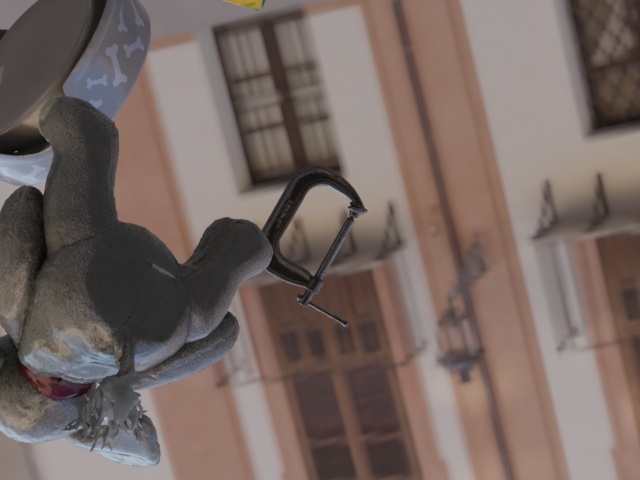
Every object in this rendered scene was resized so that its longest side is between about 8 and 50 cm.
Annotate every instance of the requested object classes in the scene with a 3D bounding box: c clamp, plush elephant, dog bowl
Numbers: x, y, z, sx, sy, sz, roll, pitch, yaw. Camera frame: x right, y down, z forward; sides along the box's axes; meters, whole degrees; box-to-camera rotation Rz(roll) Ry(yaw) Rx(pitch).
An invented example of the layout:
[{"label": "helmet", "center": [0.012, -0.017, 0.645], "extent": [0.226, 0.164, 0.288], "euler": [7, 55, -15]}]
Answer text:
[{"label": "c clamp", "center": [0.000, 0.000, 1.932], "extent": [0.137, 0.160, 0.022], "euler": [23, -176, -9]}, {"label": "plush elephant", "center": [-0.235, 0.087, 1.596], "extent": [0.255, 0.272, 0.330], "euler": [-30, -141, 41]}, {"label": "dog bowl", "center": [-0.370, -0.226, 2.278], "extent": [0.349, 0.102, 0.348], "euler": [-32, -142, 29]}]

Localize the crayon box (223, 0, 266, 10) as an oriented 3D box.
[{"label": "crayon box", "center": [-0.116, -0.401, 1.813], "extent": [0.165, 0.278, 0.081], "euler": [15, -142, 6]}]
